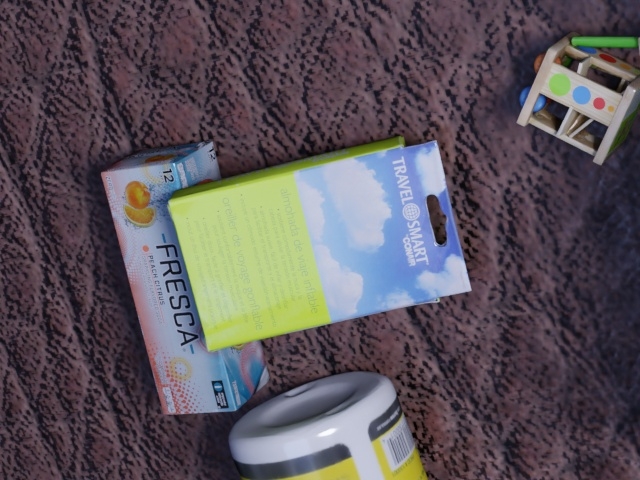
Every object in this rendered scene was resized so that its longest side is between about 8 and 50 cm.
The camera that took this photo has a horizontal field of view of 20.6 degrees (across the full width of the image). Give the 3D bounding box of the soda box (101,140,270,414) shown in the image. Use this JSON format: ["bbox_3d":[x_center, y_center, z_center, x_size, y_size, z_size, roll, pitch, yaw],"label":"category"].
[{"bbox_3d":[-0.092,0.026,1.220,0.063,0.058,0.183,-5,107,26],"label":"soda box"}]

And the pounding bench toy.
[{"bbox_3d":[0.163,-0.101,1.056,0.065,0.052,0.083,29,118,14],"label":"pounding bench toy"}]

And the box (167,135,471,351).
[{"bbox_3d":[0.000,0.000,1.150,0.178,0.042,0.109,-13,104,6],"label":"box"}]

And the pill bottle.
[{"bbox_3d":[0.026,0.205,1.194,0.119,0.119,0.208,-14,101,29],"label":"pill bottle"}]
